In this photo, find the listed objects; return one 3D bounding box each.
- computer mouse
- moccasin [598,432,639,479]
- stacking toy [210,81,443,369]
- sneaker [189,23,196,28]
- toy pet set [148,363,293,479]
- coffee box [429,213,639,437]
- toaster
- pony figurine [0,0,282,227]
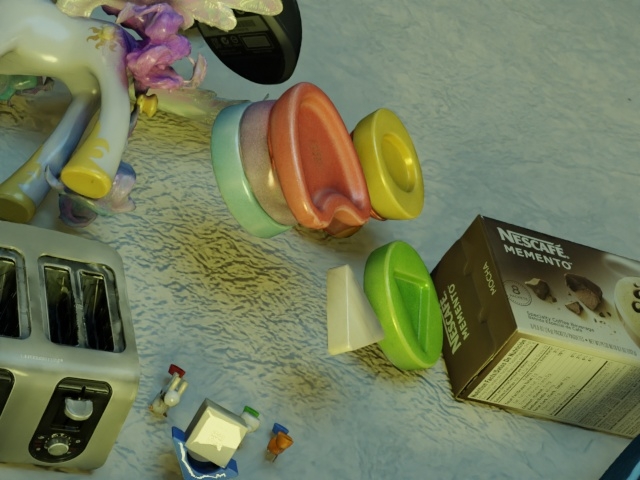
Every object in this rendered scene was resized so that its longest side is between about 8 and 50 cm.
[{"bbox_3d":[-0.091,-0.282,1.306,0.188,0.272,0.072,6,49,37],"label":"computer mouse"},{"bbox_3d":[0.317,0.244,1.155,0.117,0.138,0.342,45,50,9],"label":"moccasin"},{"bbox_3d":[0.000,0.000,1.253,0.309,0.130,0.280,14,63,-62],"label":"stacking toy"},{"bbox_3d":[-0.213,-0.368,1.539,0.295,0.104,0.147,38,30,-1],"label":"sneaker"},{"bbox_3d":[-0.089,0.169,1.066,0.122,0.065,0.114,31,0,-9],"label":"toy pet set"},{"bbox_3d":[0.277,0.100,1.362,0.297,0.119,0.168,16,40,-24],"label":"coffee box"},{"bbox_3d":[-0.239,0.076,0.994,0.168,0.110,0.186,13,40,-28],"label":"toaster"},{"bbox_3d":[-0.218,-0.185,1.221,0.351,0.303,0.363,20,52,-5],"label":"pony figurine"}]
